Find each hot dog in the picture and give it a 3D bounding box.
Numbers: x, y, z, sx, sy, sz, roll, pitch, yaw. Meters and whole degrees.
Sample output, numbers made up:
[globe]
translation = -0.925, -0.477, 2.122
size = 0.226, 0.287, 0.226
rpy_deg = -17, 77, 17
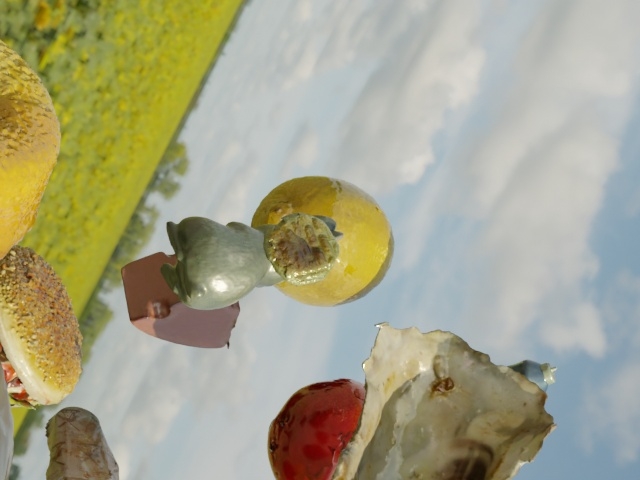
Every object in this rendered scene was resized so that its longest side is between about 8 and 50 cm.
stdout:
[hot dog]
translation = -0.421, 0.382, 2.025
size = 0.069, 0.131, 0.253
rpy_deg = -65, -152, 23

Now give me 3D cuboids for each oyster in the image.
[oyster]
translation = 0.073, 0.177, 0.920
size = 0.233, 0.161, 0.107
rpy_deg = -47, 156, -31

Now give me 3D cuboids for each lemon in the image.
[lemon]
translation = 0.003, 0.001, 2.026
size = 0.236, 0.263, 0.236
rpy_deg = -48, -160, 24

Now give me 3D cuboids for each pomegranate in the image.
[pomegranate]
translation = 0.030, 0.307, 1.692
size = 0.210, 0.235, 0.210
rpy_deg = -13, -115, 28

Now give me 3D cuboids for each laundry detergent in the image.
[laundry detergent]
translation = 0.284, 0.238, 1.853
size = 0.206, 0.097, 0.061
rpy_deg = -21, -134, 21

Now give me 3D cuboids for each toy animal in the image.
[toy animal]
translation = -0.086, 0.029, 1.481
size = 0.138, 0.236, 0.108
rpy_deg = 62, -40, 43

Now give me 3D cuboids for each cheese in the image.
[cheese]
translation = -0.228, 0.087, 1.872
size = 0.203, 0.177, 0.128
rpy_deg = 113, -32, -49

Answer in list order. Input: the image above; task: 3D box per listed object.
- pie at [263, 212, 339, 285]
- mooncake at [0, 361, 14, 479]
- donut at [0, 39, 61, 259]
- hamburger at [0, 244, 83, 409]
[pie]
translation = -0.019, 0.009, 1.199
size = 0.020, 0.084, 0.084
rpy_deg = -49, -163, 55
[mooncake]
translation = -0.483, 0.200, 1.031
size = 0.393, 0.394, 0.246
rpy_deg = -50, -163, 25
[donut]
translation = -0.353, -0.116, 0.961
size = 0.110, 0.303, 0.303
rpy_deg = -49, -165, 28
[hamburger]
translation = -0.516, 0.149, 1.988
size = 0.170, 0.302, 0.302
rpy_deg = -16, -156, 12
